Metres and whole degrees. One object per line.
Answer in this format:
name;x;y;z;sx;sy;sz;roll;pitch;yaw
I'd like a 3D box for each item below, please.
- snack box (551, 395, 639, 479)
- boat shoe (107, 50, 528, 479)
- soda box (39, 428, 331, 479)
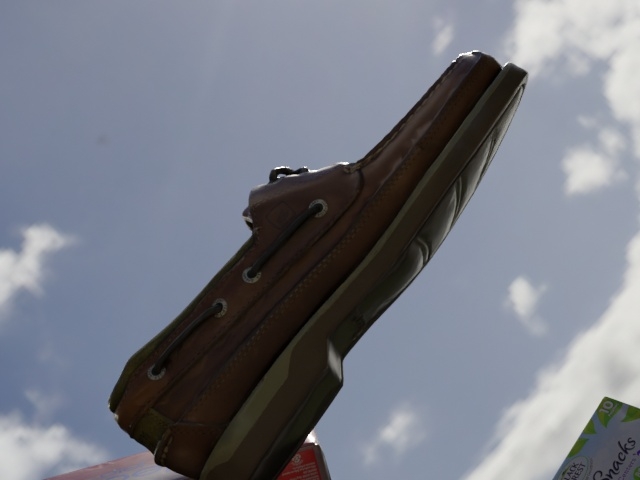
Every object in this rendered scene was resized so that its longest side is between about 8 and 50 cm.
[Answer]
snack box;0.219;0.192;1.295;0.141;0.100;0.037;-54;-42;-22
boat shoe;0.000;0.000;0.995;0.307;0.104;0.111;-52;-14;-17
soda box;-0.120;0.182;1.063;0.263;0.083;0.092;-15;9;-3
